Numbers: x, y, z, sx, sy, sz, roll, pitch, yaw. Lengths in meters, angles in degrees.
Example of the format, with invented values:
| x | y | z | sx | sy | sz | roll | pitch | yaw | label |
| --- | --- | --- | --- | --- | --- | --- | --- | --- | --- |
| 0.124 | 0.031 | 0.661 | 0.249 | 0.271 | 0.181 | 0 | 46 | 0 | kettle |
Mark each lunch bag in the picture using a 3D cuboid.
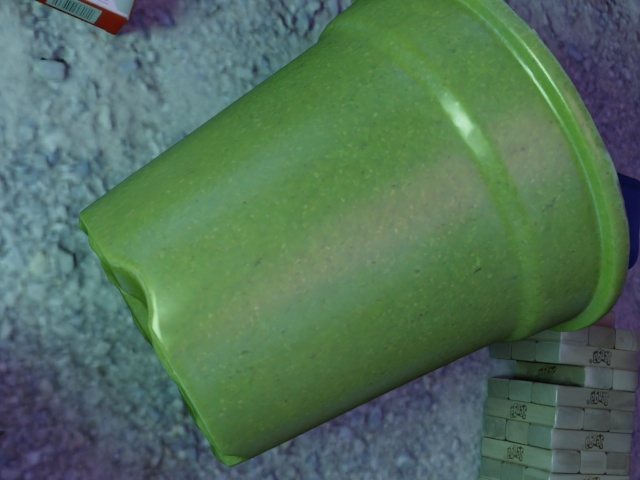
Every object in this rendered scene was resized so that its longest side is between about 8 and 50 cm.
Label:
| x | y | z | sx | sy | sz | roll | pitch | yaw | label |
| --- | --- | --- | --- | --- | --- | --- | --- | --- | --- |
| 0.240 | -0.023 | 0.748 | 0.065 | 0.067 | 0.098 | 9 | 81 | -27 | lunch bag |

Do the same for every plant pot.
| x | y | z | sx | sy | sz | roll | pitch | yaw | label |
| --- | --- | --- | --- | --- | --- | --- | --- | --- | --- |
| 0.000 | 0.000 | 0.535 | 0.254 | 0.276 | 0.276 | -30 | 100 | -14 | plant pot |

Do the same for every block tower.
| x | y | z | sx | sy | sz | roll | pitch | yaw | label |
| --- | --- | --- | --- | --- | --- | --- | --- | --- | --- |
| 0.190 | 0.220 | 0.692 | 0.097 | 0.091 | 0.336 | 9 | 82 | -26 | block tower |

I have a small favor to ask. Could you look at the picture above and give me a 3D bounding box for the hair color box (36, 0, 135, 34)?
| x | y | z | sx | sy | sz | roll | pitch | yaw | label |
| --- | --- | --- | --- | --- | --- | --- | --- | --- | --- |
| -0.149 | -0.224 | 0.576 | 0.072 | 0.043 | 0.141 | 20 | 78 | -25 | hair color box |
